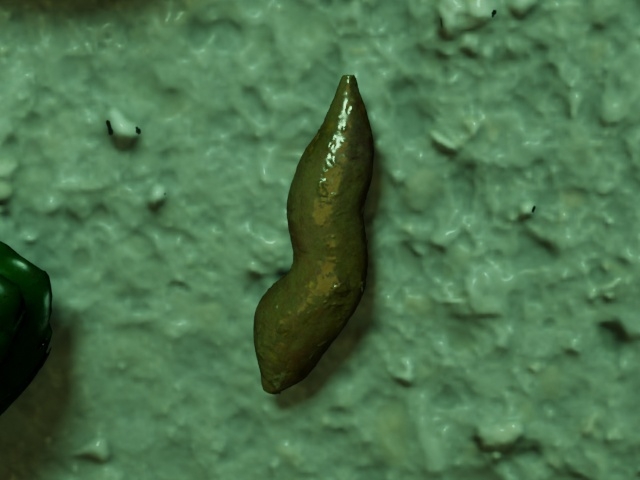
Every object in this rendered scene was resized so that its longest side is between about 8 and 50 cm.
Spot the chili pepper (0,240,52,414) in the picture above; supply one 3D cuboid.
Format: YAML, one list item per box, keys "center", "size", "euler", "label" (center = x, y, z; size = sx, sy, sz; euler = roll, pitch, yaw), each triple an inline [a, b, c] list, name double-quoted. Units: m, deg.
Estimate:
- center: [-0.292, 0.088, 1.026]
  size: [0.174, 0.165, 0.261]
  euler: [40, 105, -18]
  label: "chili pepper"

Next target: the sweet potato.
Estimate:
- center: [0.003, 0.001, 1.041]
  size: [0.065, 0.051, 0.218]
  euler: [16, 104, 2]
  label: "sweet potato"
